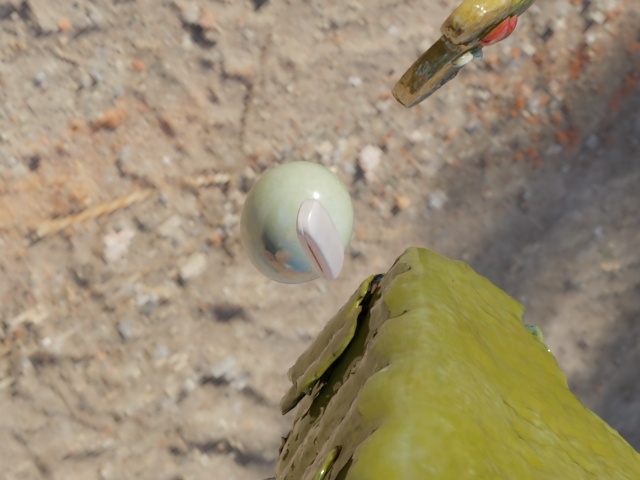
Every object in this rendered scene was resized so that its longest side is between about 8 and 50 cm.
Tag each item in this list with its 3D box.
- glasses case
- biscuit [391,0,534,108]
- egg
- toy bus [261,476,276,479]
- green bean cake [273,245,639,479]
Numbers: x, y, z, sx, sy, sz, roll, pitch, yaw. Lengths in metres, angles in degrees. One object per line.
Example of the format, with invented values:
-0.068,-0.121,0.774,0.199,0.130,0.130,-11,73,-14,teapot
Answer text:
0.000,0.000,1.127,0.083,0.021,0.032,61,36,-55,glasses case
0.141,-0.179,1.107,0.240,0.035,0.158,-47,172,31,biscuit
-0.024,-0.016,1.525,0.114,0.114,0.152,-20,158,-24,egg
-0.030,0.321,1.048,0.288,0.194,0.232,-31,129,-26,toy bus
0.104,0.182,0.766,0.310,0.285,0.202,34,114,-6,green bean cake
